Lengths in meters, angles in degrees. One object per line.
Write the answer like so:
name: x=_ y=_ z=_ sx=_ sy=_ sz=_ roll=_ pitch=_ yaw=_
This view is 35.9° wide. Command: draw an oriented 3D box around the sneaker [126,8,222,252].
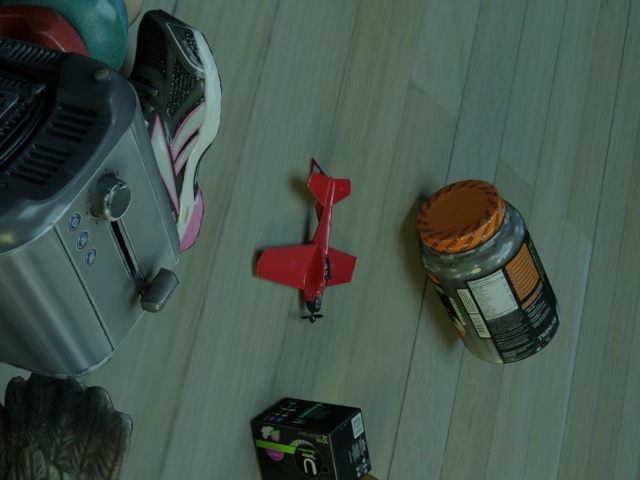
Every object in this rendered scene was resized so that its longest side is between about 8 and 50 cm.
sneaker: x=-0.120 y=-0.067 z=0.681 sx=0.077 sy=0.072 sz=0.178 roll=-14 pitch=116 yaw=-44

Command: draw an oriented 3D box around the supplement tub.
supplement tub: x=0.178 y=0.033 z=1.063 sx=0.117 sy=0.117 sz=0.190 roll=-58 pitch=134 yaw=-34

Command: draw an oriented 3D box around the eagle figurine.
eagle figurine: x=-0.133 y=0.248 z=0.562 sx=0.225 sy=0.226 sz=0.298 roll=-56 pitch=132 yaw=-39

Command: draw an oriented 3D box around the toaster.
toaster: x=-0.181 y=-0.020 z=0.522 sx=0.129 sy=0.227 sz=0.146 roll=-60 pitch=152 yaw=-31

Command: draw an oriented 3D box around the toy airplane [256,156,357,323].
toy airplane: x=0.000 y=0.000 z=0.895 sx=0.151 sy=0.028 sz=0.151 roll=-5 pitch=96 yaw=-55

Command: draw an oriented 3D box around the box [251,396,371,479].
box: x=-0.008 y=0.176 z=0.847 sx=0.052 sy=0.083 sz=0.062 roll=-28 pitch=114 yaw=-51

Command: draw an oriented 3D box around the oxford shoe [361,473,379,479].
oxford shoe: x=-0.001 y=0.305 z=0.893 sx=0.076 sy=0.076 sz=0.212 roll=37 pitch=61 yaw=-14

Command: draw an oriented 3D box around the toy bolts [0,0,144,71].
toy bolts: x=-0.142 y=-0.190 z=0.578 sx=0.158 sy=0.218 sz=0.228 roll=-67 pitch=160 yaw=-49
